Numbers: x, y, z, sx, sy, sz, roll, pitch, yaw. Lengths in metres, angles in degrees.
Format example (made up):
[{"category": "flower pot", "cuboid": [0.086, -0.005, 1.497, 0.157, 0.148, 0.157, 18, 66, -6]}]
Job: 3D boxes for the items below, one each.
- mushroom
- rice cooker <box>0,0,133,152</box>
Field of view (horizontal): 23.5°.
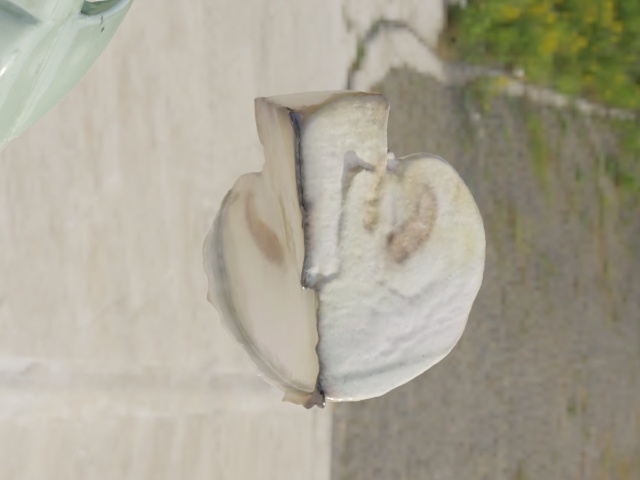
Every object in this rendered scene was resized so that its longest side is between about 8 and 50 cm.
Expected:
[{"category": "mushroom", "cuboid": [0.016, 0.001, 1.230, 0.173, 0.162, 0.236, -5, 93, -36]}, {"category": "rice cooker", "cuboid": [-0.217, -0.182, 0.760, 0.288, 0.277, 0.288, -58, -164, 27]}]
